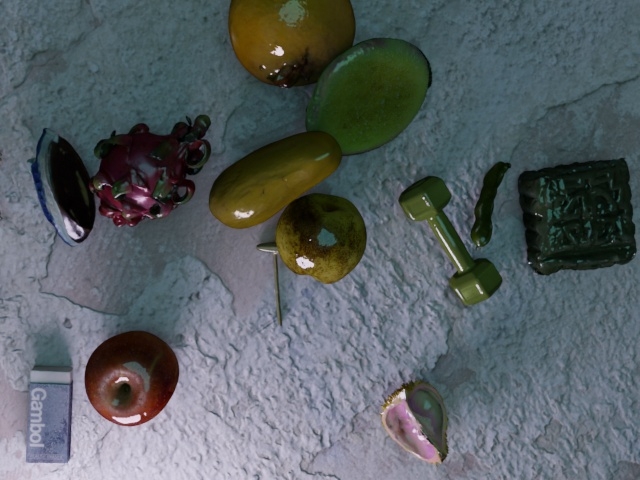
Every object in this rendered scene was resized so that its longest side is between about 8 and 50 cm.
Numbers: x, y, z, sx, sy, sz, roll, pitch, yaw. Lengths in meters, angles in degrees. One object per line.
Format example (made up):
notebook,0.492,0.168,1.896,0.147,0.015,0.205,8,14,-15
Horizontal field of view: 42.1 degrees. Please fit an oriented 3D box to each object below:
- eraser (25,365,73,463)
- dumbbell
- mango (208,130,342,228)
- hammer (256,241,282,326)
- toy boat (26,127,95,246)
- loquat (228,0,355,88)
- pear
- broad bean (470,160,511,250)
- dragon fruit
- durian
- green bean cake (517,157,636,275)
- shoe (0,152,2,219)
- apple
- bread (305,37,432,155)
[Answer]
eraser,-0.597,0.386,1.832,0.092,0.046,0.212,3,95,-7
dumbbell,0.290,-0.001,1.864,0.121,0.108,0.301,-27,100,31
mango,-0.095,-0.134,1.748,0.332,0.195,0.142,-27,107,20
hammer,-0.109,0.100,1.876,0.060,0.028,0.195,-4,97,-1
toy boat,-0.556,-0.109,1.768,0.114,0.115,0.261,-31,110,-46
loquat,-0.062,-0.440,1.711,0.275,0.275,0.274,-1,95,-7
pear,0.000,0.000,1.798,0.198,0.197,0.197,-1,95,-7
broad bean,0.375,-0.084,1.855,0.053,0.052,0.256,17,55,10
dragon fruit,-0.350,-0.146,1.750,0.273,0.218,0.198,-13,142,-10
durian,0.217,0.409,1.892,0.183,0.132,0.165,27,99,-12
green bean cake,0.586,-0.052,1.896,0.241,0.132,0.254,-7,96,-10
shoe,-0.774,-0.055,1.726,0.211,0.132,0.341,12,90,-5
apple,-0.404,0.293,1.796,0.201,0.162,0.201,1,102,3
bread,0.108,-0.295,1.769,0.302,0.045,0.301,-19,141,-16
